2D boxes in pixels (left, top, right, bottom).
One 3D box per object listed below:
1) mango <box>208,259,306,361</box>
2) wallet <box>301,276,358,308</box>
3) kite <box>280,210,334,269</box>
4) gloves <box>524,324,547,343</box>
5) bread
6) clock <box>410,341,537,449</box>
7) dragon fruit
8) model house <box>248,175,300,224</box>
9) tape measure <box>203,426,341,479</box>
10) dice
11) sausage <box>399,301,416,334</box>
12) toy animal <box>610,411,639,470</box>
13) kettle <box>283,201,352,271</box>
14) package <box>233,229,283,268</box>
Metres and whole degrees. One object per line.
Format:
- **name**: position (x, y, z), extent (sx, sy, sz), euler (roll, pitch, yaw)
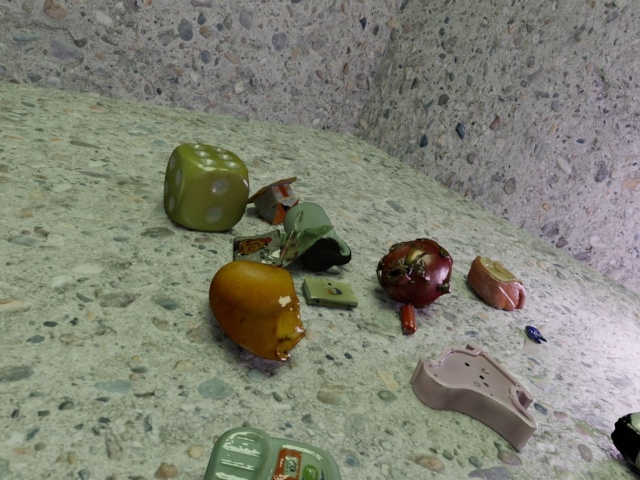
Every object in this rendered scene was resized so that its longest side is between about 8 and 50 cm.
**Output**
- **mango**: position (-0.158, 0.141, 1.190), extent (0.199, 0.201, 0.350), euler (37, -2, -43)
- **wallet**: position (0.025, 0.161, 1.480), extent (0.155, 0.039, 0.110), euler (10, 28, -22)
- **kite**: position (-0.101, 0.004, 1.569), extent (0.323, 0.013, 0.267), euler (-7, 47, 36)
- **gloves**: position (0.756, 0.331, 1.724), extent (0.064, 0.026, 0.086), euler (18, 22, -10)
- **bread**: position (0.671, 0.158, 1.920), extent (0.190, 0.122, 0.244), euler (7, 25, -27)
- **clock**: position (0.393, 0.389, 1.225), extent (0.276, 0.080, 0.290), euler (0, 29, -39)
- **dragon fruit**: position (0.318, 0.104, 1.618), extent (0.250, 0.250, 0.315), euler (25, 5, 10)
- **model house**: position (-0.164, -0.134, 1.869), extent (0.135, 0.207, 0.219), euler (62, 30, 2)
- **tape measure**: position (-0.085, 0.413, 0.715), extent (0.246, 0.125, 0.243), euler (16, 30, -3)
- **dice**: position (-0.387, -0.181, 1.649), extent (0.227, 0.233, 0.238), euler (4, 27, -33)
- **sausage**: position (0.269, 0.242, 1.491), extent (0.048, 0.050, 0.145), euler (59, 15, -17)
- **toy animal**: position (0.842, 0.522, 1.224), extent (0.166, 0.138, 0.179), euler (-8, 27, -20)
- **kettle**: position (0.000, 0.000, 1.670), extent (0.221, 0.161, 0.236), euler (20, 22, -26)
- **package**: position (-0.196, 0.037, 1.534), extent (0.154, 0.030, 0.239), euler (-9, 33, -3)
